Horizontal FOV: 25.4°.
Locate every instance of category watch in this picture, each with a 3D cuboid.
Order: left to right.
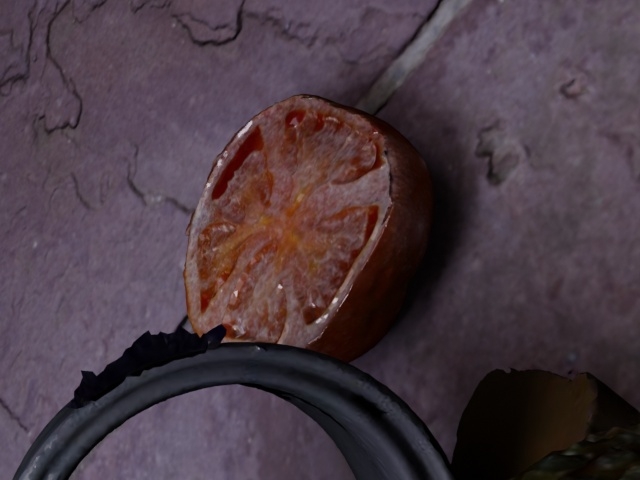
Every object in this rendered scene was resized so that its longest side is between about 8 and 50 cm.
[{"bbox_3d":[-0.025,0.186,0.848,0.335,0.327,0.314,-66,11,-7],"label":"watch"}]

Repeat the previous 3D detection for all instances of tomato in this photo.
[{"bbox_3d":[0.000,0.000,1.103,0.237,0.095,0.236,-23,57,40],"label":"tomato"}]

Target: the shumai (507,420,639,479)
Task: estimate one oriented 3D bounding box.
[{"bbox_3d":[0.259,0.252,0.627,0.395,0.395,0.348,7,105,45],"label":"shumai"}]
